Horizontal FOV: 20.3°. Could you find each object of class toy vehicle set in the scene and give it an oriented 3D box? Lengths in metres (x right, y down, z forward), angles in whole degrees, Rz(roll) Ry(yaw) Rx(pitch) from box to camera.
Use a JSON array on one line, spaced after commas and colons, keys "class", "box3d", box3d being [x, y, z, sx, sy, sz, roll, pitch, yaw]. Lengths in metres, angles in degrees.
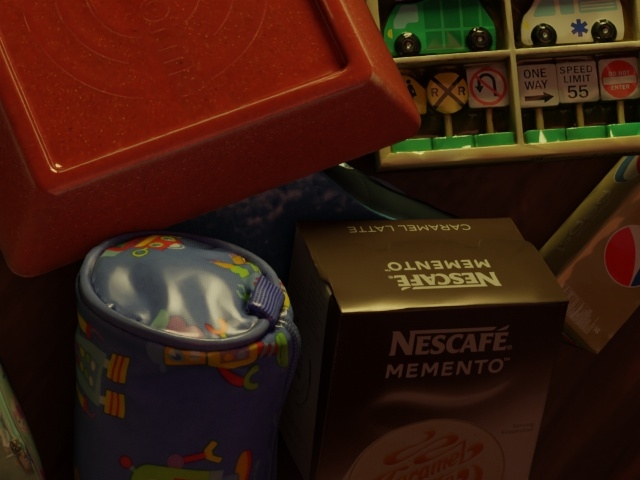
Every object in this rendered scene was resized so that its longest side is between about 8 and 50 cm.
[{"class": "toy vehicle set", "box3d": [0.159, -0.135, 1.142, 0.267, 0.035, 0.166, -5, 84, -7]}]

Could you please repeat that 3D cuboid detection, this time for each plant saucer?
[{"class": "plant saucer", "box3d": [-0.102, -0.140, 1.044, 0.259, 0.048, 0.258, -20, 75, -14]}]

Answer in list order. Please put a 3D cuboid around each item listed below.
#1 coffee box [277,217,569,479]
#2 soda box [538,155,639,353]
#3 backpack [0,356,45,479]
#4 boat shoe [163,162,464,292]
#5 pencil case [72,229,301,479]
[{"class": "coffee box", "box3d": [0.047, 0.115, 1.082, 0.141, 0.098, 0.246, -3, 122, -16]}, {"class": "soda box", "box3d": [0.210, -0.012, 1.190, 0.058, 0.061, 0.181, 45, 81, -15]}, {"class": "backpack", "box3d": [-0.247, 0.098, 1.011, 0.144, 0.166, 0.188, -32, 106, -14]}, {"class": "boat shoe", "box3d": [0.000, 0.000, 1.121, 0.258, 0.089, 0.109, 25, 100, -21]}, {"class": "pencil case", "box3d": [-0.079, 0.146, 1.035, 0.133, 0.119, 0.306, 6, 119, 4]}]
